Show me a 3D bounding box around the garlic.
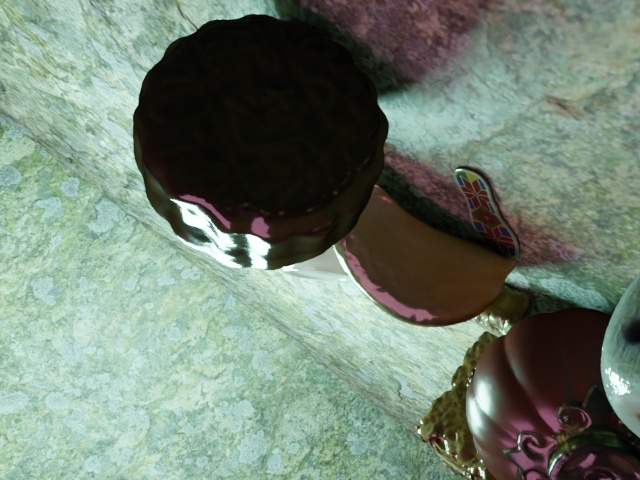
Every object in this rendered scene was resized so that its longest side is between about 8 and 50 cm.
[{"bbox_3d":[0.118,-0.009,0.919,0.338,0.151,0.196,38,128,5],"label":"garlic"}]

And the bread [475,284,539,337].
[{"bbox_3d":[0.298,0.118,0.970,0.083,0.070,0.076,25,158,36],"label":"bread"}]

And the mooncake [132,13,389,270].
[{"bbox_3d":[-0.068,-0.117,0.695,0.290,0.290,0.161,35,161,2],"label":"mooncake"}]

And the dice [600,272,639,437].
[{"bbox_3d":[0.413,0.124,0.587,0.192,0.194,0.193,40,163,-18],"label":"dice"}]

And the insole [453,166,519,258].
[{"bbox_3d":[0.226,-0.033,0.821,0.065,0.006,0.193,17,155,43],"label":"insole"}]

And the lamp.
[{"bbox_3d":[0.357,0.238,0.837,0.303,0.303,0.257,37,-156,-6],"label":"lamp"}]

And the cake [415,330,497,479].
[{"bbox_3d":[0.380,0.360,1.120,0.256,0.282,0.290,27,165,44],"label":"cake"}]

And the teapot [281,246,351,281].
[{"bbox_3d":[0.000,0.000,1.100,0.205,0.139,0.298,8,170,-25],"label":"teapot"}]
